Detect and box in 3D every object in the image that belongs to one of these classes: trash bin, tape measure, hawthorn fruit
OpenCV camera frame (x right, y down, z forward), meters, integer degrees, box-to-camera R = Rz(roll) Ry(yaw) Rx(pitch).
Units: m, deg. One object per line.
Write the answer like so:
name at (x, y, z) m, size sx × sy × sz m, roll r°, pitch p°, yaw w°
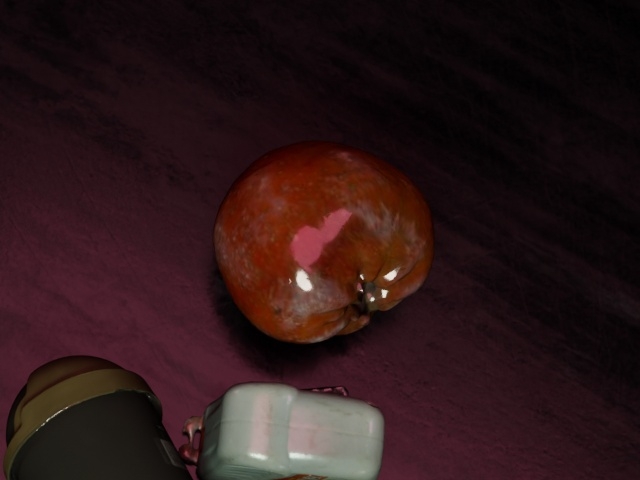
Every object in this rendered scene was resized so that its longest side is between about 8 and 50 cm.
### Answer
trash bin at (-0.269, 0.292, 1.733) m, size 0.214 × 0.214 × 0.334 m, roll -29°, pitch 61°, yaw -14°
tape measure at (-0.041, 0.247, 1.780) m, size 0.246 × 0.243 × 0.125 m, roll 8°, pitch 75°, yaw -12°
hawthorn fruit at (0.000, 0.000, 1.839) m, size 0.284 × 0.284 × 0.284 m, roll 2°, pitch 74°, yaw -6°
